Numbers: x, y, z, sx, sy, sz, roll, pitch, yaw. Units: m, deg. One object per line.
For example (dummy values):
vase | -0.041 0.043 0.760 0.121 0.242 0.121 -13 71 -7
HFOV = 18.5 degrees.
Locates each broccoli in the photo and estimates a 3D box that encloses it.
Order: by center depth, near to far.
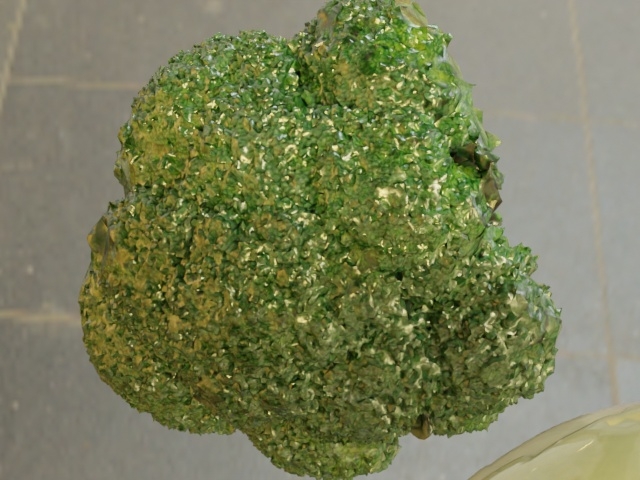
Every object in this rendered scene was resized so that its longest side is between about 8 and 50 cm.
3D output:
broccoli | 0.000 0.000 1.060 0.269 0.254 0.269 -15 9 2

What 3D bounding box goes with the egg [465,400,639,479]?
egg | 0.135 0.145 0.706 0.217 0.183 0.183 -19 46 -2
